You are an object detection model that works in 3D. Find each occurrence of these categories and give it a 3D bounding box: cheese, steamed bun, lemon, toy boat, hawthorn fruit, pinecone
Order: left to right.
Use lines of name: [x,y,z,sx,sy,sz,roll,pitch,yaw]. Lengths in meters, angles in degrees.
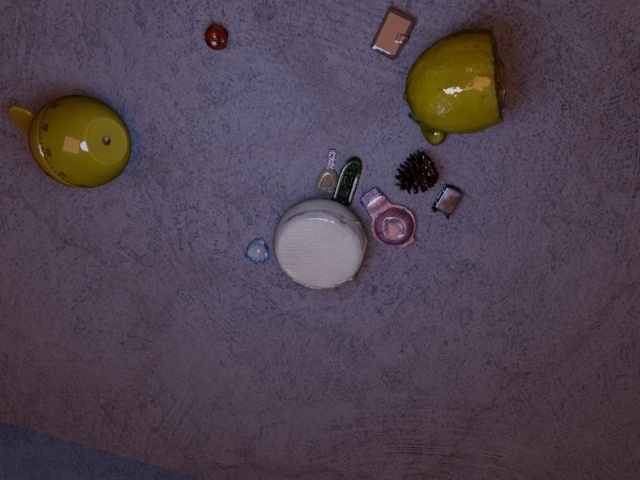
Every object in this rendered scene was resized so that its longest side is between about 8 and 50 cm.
hawthorn fruit: [-0.375,-0.739,1.666,0.093,0.093,0.093,1,110,2]
steamed bun: [0.000,0.000,1.835,0.374,0.241,0.374,1,116,3]
cheese: [0.034,-0.271,1.844,0.097,0.037,0.192,7,109,-3]
toy boat: [0.108,-0.234,1.836,0.104,0.052,0.210,11,105,-32]
cheese: [0.278,-0.088,1.883,0.189,0.074,0.286,-39,100,14]
pinecone: [0.368,-0.253,1.777,0.165,0.163,0.163,-33,106,24]
lemon: [0.459,-0.535,1.581,0.364,0.364,0.364,1,110,2]

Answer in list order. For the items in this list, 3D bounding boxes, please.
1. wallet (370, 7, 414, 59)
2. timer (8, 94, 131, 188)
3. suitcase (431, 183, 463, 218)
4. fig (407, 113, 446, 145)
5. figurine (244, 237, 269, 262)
wallet: [0.264,-0.747,1.661,0.118,0.039,0.152,27,112,-5]
timer: [-0.918,-0.368,1.707,0.387,0.376,0.376,3,112,27]
suitcase: [0.514,-0.161,1.853,0.086,0.059,0.126,24,109,-8]
fig: [0.418,-0.442,1.750,0.093,0.093,0.166,-37,86,14]
figurine: [-0.277,0.049,1.957,0.114,0.079,0.114,3,100,17]
